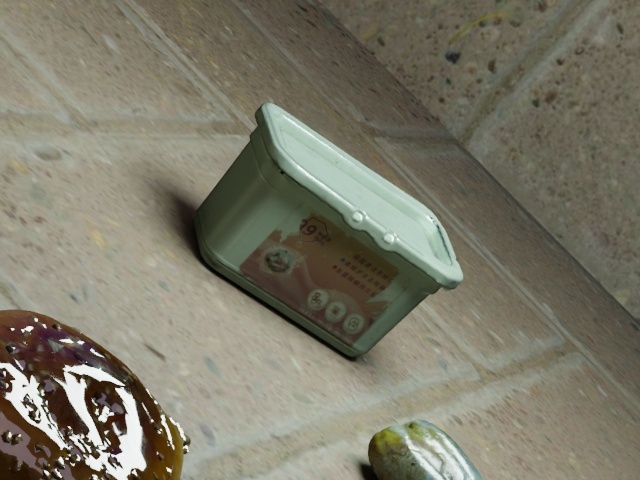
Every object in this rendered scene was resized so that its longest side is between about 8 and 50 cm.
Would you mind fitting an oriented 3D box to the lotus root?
[{"bbox_3d":[0.129,0.279,2.227,0.113,0.088,0.192,-5,48,-46],"label":"lotus root"}]

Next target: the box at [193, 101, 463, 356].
[{"bbox_3d":[0.000,0.000,2.463,0.312,0.182,0.175,33,19,-25],"label":"box"}]

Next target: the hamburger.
[{"bbox_3d":[-0.225,0.173,1.616,0.286,0.146,0.243,25,31,-49],"label":"hamburger"}]
